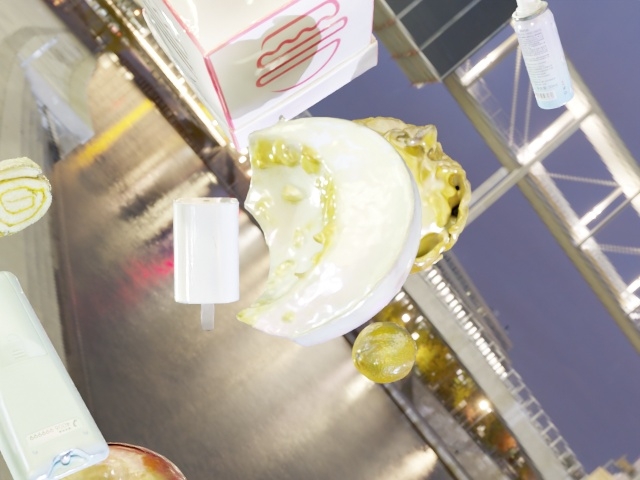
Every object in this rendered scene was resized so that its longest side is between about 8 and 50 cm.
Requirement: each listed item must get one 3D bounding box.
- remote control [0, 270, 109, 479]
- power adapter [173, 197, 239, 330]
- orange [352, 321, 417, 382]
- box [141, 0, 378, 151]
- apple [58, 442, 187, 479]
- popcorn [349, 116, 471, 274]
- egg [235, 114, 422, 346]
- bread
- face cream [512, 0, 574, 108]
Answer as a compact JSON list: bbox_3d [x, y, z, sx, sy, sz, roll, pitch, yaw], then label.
[{"bbox_3d":[-0.357,0.148,0.805,0.103,0.051,0.293,-15,56,-42],"label":"remote control"},{"bbox_3d":[-0.218,0.044,1.322,0.187,0.124,0.255,-141,-130,-80],"label":"power adapter"},{"bbox_3d":[0.088,0.156,0.951,0.095,0.085,0.085,-2,38,-40],"label":"orange"},{"bbox_3d":[-0.113,-0.395,1.121,0.314,0.312,0.300,54,-9,16],"label":"box"},{"bbox_3d":[-0.320,0.434,1.023,0.251,0.272,0.206,-124,-155,-53],"label":"apple"},{"bbox_3d":[0.093,-0.069,0.974,0.250,0.250,0.190,49,-28,-7],"label":"popcorn"},{"bbox_3d":[0.018,0.000,0.769,0.161,0.207,0.270,58,18,-58],"label":"egg"},{"bbox_3d":[-0.535,-0.076,1.173,0.064,0.156,0.117,12,-64,24],"label":"bread"},{"bbox_3d":[0.434,-0.374,1.339,0.229,0.075,0.075,61,-8,-29],"label":"face cream"}]
